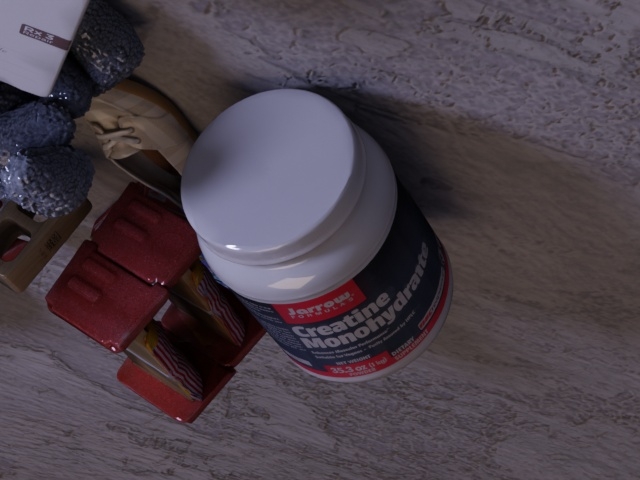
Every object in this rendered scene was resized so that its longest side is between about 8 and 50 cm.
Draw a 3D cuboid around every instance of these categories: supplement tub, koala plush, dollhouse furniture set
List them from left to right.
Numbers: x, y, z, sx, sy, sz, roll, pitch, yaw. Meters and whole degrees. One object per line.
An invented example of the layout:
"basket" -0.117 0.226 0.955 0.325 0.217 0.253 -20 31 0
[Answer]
"koala plush" -0.308 -0.147 1.558 0.203 0.196 0.221 5 159 39
"dollhouse furniture set" -0.253 0.012 1.887 0.374 0.152 0.201 30 165 29
"supplement tub" 0.000 0.000 1.705 0.191 0.191 0.272 1 152 24

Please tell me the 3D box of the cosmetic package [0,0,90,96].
"cosmetic package" -0.242 -0.258 1.281 0.217 0.156 0.385 18 162 -9

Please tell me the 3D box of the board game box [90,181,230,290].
"board game box" -0.095 0.017 1.976 0.281 0.027 0.145 22 152 -19

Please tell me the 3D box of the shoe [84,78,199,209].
"shoe" -0.160 -0.090 1.747 0.077 0.058 0.219 -7 148 35
